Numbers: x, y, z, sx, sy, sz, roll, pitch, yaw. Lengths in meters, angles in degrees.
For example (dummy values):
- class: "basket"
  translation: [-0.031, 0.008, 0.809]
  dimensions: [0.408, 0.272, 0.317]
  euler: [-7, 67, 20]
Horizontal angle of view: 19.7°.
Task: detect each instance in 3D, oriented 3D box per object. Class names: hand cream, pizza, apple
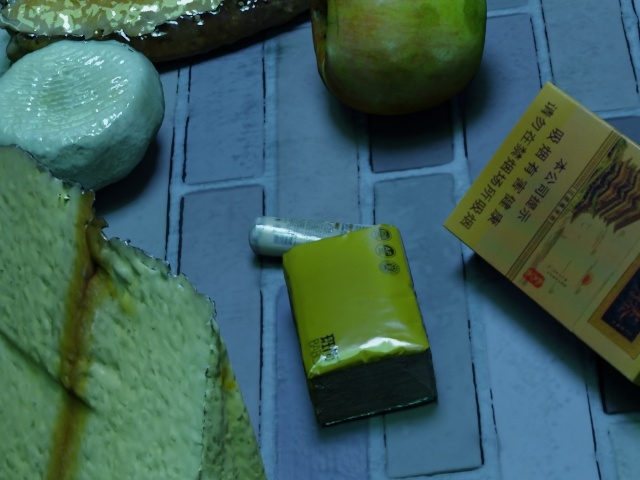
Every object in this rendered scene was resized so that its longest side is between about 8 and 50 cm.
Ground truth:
- class: "hand cream"
  translation: [0.000, 0.000, 1.836]
  dimensions: [0.143, 0.039, 0.061]
  euler: [7, 40, 6]
- class: "pizza"
  translation: [-0.198, -0.320, 2.148]
  dimensions: [0.435, 0.080, 0.392]
  euler: [30, 63, 29]
- class: "apple"
  translation: [0.082, -0.228, 1.933]
  dimensions: [0.196, 0.196, 0.196]
  euler: [-6, 45, 6]

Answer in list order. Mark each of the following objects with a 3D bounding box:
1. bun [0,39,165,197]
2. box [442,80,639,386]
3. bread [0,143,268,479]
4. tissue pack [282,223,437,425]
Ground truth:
- class: "bun"
  translation: [-0.255, -0.124, 1.954]
  dimensions: [0.195, 0.118, 0.195]
  euler: [-9, 48, 11]
- class: "box"
  translation: [0.262, -0.004, 1.690]
  dimensions: [0.174, 0.076, 0.274]
  euler: [-55, 49, 8]
- class: "bread"
  translation: [-0.202, 0.176, 1.503]
  dimensions: [0.345, 0.405, 0.242]
  euler: [16, 40, 42]
- class: "tissue pack"
  translation: [0.035, 0.075, 1.713]
  dimensions: [0.120, 0.082, 0.169]
  euler: [-13, 45, 2]
